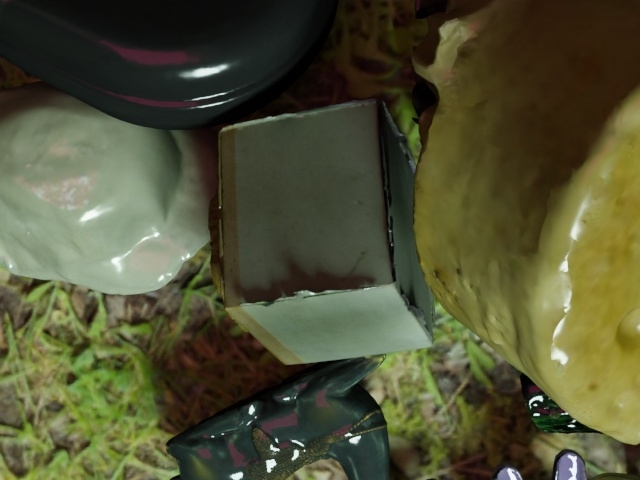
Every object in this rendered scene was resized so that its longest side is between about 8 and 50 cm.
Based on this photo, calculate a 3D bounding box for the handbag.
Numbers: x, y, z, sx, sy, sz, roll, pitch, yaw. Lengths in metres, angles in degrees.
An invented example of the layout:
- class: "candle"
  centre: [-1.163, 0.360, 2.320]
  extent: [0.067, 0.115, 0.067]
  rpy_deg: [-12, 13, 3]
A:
- class: "handbag"
  centre: [-0.133, -0.219, 0.949]
  extent: [0.308, 0.093, 0.253]
  rpy_deg: [27, 69, 11]

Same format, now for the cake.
- class: "cake"
  centre: [0.186, -0.074, 0.853]
  extent: [0.332, 0.332, 0.321]
  rpy_deg: [-53, 41, 9]

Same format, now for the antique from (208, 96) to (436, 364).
- class: "antique"
  centre: [0.000, 0.000, 0.916]
  extent: [0.148, 0.152, 0.146]
  rpy_deg: [-8, 66, 14]

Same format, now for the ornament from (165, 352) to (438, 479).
- class: "ornament"
  centre: [0.005, 0.223, 0.975]
  extent: [0.202, 0.080, 0.236]
  rpy_deg: [-27, 86, 8]

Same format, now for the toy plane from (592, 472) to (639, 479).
- class: "toy plane"
  centre: [0.310, 0.230, 0.895]
  extent: [0.256, 0.104, 0.242]
  rpy_deg: [28, 100, 11]

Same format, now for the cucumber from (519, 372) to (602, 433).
- class: "cucumber"
  centre: [0.266, 0.106, 0.919]
  extent: [0.241, 0.074, 0.074]
  rpy_deg: [-1, 91, 11]

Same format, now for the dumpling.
- class: "dumpling"
  centre: [-0.197, -0.045, 0.992]
  extent: [0.250, 0.132, 0.162]
  rpy_deg: [8, 84, -3]

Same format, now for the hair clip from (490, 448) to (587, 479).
- class: "hair clip"
  centre: [0.172, 0.296, 0.932]
  extent: [0.137, 0.090, 0.278]
  rpy_deg: [-11, 87, -3]
